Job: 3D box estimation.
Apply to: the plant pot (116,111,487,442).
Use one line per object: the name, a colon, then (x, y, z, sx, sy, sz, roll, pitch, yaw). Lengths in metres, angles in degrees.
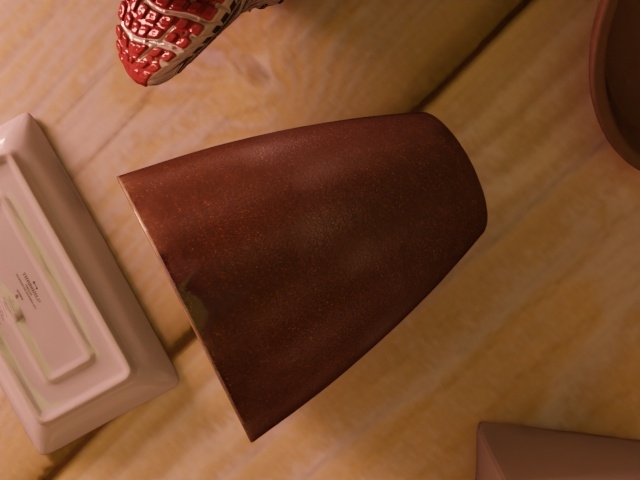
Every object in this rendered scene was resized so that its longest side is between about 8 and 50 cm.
plant pot: (0.000, 0.000, 0.634, 0.230, 0.215, 0.215, -27, 92, -11)

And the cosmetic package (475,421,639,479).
cosmetic package: (0.188, 0.276, 0.536, 0.156, 0.385, 0.217, 5, 96, 4)

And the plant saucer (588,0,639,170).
plant saucer: (0.315, -0.168, 0.610, 0.277, 0.041, 0.278, -9, 126, -13)

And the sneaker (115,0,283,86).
sneaker: (-0.065, -0.203, 0.657, 0.225, 0.093, 0.088, -46, 63, -2)

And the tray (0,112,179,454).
tray: (-0.248, 0.040, 0.719, 0.145, 0.030, 0.270, -29, 92, 5)
